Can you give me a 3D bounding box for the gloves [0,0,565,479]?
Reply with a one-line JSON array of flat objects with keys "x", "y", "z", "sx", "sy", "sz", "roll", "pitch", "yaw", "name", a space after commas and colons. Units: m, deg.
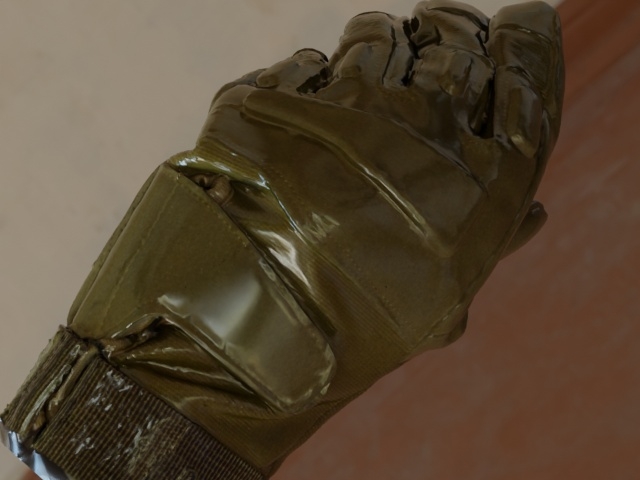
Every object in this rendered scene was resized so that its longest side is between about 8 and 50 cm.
[{"x": 0.001, "y": -0.002, "z": 0.859, "sx": 0.331, "sy": 0.154, "sz": 0.141, "roll": -49, "pitch": -8, "yaw": -16, "name": "gloves"}]
